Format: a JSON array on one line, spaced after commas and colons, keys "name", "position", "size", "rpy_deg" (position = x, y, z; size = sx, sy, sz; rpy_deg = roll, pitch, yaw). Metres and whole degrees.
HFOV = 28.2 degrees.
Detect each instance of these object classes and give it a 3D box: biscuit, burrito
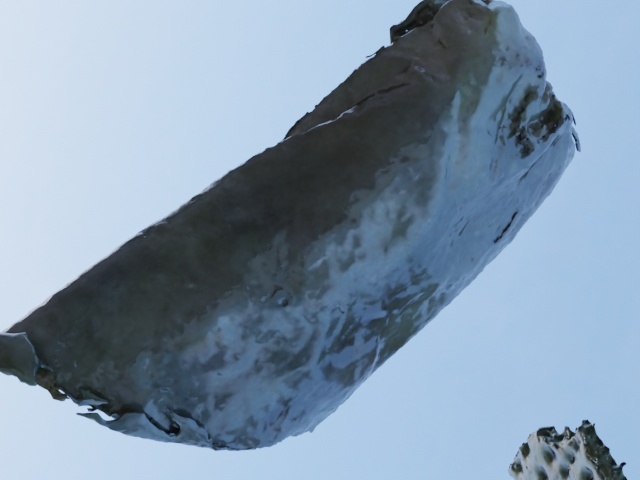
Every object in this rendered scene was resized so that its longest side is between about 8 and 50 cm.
[{"name": "biscuit", "position": [0.186, 0.195, 0.801], "size": [0.016, 0.144, 0.203], "rpy_deg": [-21, -123, -17]}, {"name": "burrito", "position": [0.004, 0.010, 0.698], "size": [0.347, 0.175, 0.107], "rpy_deg": [-38, -143, -11]}]
